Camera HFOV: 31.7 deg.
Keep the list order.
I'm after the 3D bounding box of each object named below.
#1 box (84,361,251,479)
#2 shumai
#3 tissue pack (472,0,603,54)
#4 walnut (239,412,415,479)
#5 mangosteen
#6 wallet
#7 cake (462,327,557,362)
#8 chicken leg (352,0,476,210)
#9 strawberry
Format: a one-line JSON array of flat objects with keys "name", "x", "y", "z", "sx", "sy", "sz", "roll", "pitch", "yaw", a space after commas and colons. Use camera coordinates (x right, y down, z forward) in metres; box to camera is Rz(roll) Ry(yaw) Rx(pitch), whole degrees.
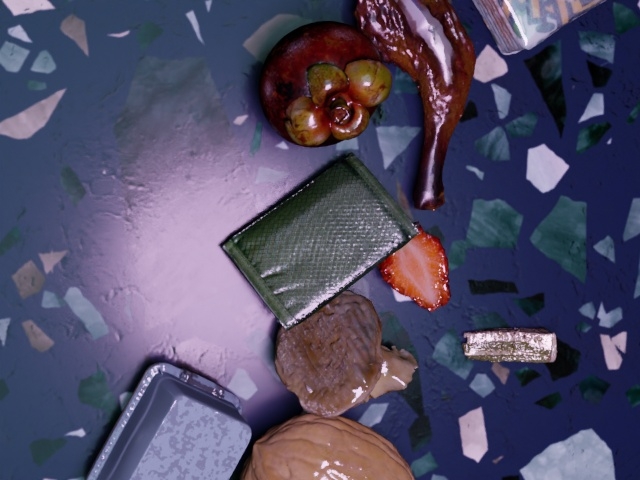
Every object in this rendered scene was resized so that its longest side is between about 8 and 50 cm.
[{"name": "box", "x": -0.205, "y": 0.297, "z": 1.551, "sx": 0.162, "sy": 0.130, "sz": 0.227, "roll": 31, "pitch": 86, "yaw": -26}, {"name": "shumai", "x": 0.036, "y": 0.171, "z": 1.593, "sx": 0.161, "sy": 0.209, "sz": 0.153, "roll": -37, "pitch": 136, "yaw": 13}, {"name": "tissue pack", "x": 0.294, "y": -0.453, "z": 1.605, "sx": 0.228, "sy": 0.128, "sz": 0.310, "roll": -32, "pitch": 98, "yaw": -6}, {"name": "walnut", "x": 0.012, "y": 0.351, "z": 1.563, "sx": 0.261, "sy": 0.225, "sz": 0.225, "roll": 38, "pitch": 86, "yaw": -12}, {"name": "mangosteen", "x": 0.009, "y": -0.205, "z": 1.530, "sx": 0.200, "sy": 0.200, "sz": 0.199, "roll": -1, "pitch": 94, "yaw": -11}, {"name": "wallet", "x": 0.000, "y": 0.001, "z": 1.591, "sx": 0.236, "sy": 0.055, "sz": 0.160, "roll": -37, "pitch": 72, "yaw": -5}, {"name": "cake", "x": 0.283, "y": 0.156, "z": 1.694, "sx": 0.140, "sy": 0.055, "sz": 0.051, "roll": 1, "pitch": 95, "yaw": 6}, {"name": "chicken leg", "x": 0.146, "y": -0.243, "z": 1.609, "sx": 0.158, "sy": 0.096, "sz": 0.406, "roll": -16, "pitch": 99, "yaw": -6}, {"name": "strawberry", "x": 0.135, "y": 0.038, "z": 1.647, "sx": 0.104, "sy": 0.048, "sz": 0.152, "roll": -32, "pitch": 113, "yaw": -15}]
